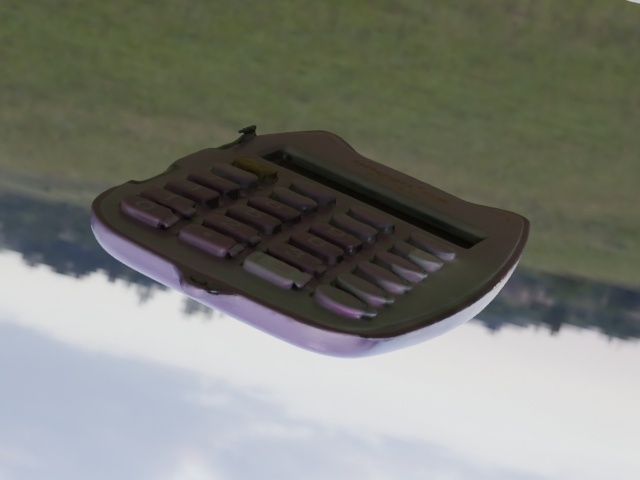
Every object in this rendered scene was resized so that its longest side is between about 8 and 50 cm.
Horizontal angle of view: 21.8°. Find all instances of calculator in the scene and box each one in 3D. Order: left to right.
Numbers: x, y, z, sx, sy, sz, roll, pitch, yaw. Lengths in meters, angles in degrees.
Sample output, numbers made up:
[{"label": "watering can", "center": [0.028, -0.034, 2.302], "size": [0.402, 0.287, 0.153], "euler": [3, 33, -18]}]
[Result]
[{"label": "calculator", "center": [-0.001, 0.001, 0.906], "size": [0.194, 0.043, 0.294], "euler": [26, -159, 18]}]

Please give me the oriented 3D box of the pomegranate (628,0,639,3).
[{"label": "pomegranate", "center": [0.214, -0.215, 0.898], "size": [0.221, 0.256, 0.221], "euler": [-22, -177, 1]}]
